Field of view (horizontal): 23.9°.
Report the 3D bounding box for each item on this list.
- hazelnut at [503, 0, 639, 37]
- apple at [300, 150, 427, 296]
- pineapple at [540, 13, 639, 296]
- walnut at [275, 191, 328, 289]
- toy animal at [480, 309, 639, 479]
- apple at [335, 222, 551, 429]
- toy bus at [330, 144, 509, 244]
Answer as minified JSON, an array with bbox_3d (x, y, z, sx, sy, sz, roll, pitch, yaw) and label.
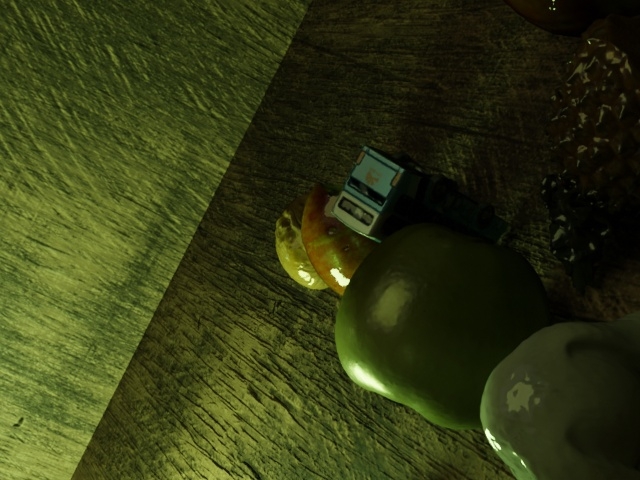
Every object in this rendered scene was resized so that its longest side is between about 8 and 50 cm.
[{"bbox_3d":[0.387,-0.500,2.179,0.420,0.352,0.421,3,95,45],"label":"hazelnut"},{"bbox_3d":[0.084,-0.020,2.424,0.246,0.246,0.226,-67,11,-11],"label":"apple"},{"bbox_3d":[0.370,-0.099,1.926,0.223,0.222,0.357,-93,19,-53],"label":"pineapple"},{"bbox_3d":[0.000,0.000,2.724,0.165,0.165,0.197,-59,21,11],"label":"walnut"},{"bbox_3d":[0.294,0.185,1.589,0.206,0.265,0.272,-23,53,55],"label":"toy animal"},{"bbox_3d":[0.167,0.113,2.043,0.292,0.291,0.254,21,94,70],"label":"apple"},{"bbox_3d":[0.150,-0.038,2.202,0.106,0.297,0.131,34,96,39],"label":"toy bus"}]
